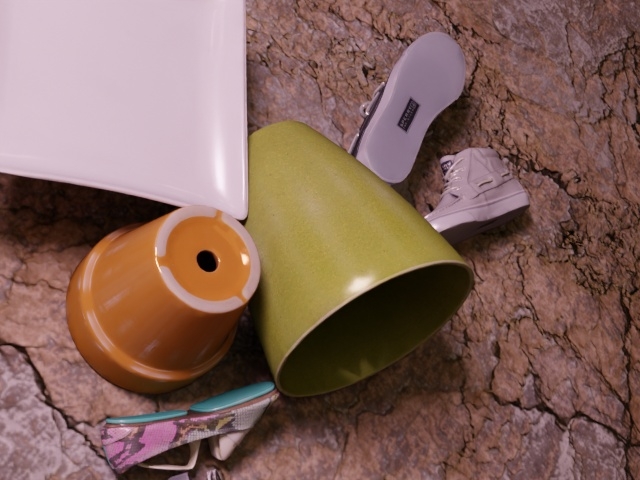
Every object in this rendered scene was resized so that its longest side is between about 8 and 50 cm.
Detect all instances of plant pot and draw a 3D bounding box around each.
[{"bbox_3d":[-0.167,0.055,1.168,0.205,0.188,0.205,14,61,-26],"label":"plant pot"},{"bbox_3d":[0.000,0.000,1.280,0.275,0.275,0.293,-11,58,-35],"label":"plant pot"}]

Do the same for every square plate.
[{"bbox_3d":[-0.246,-0.205,1.192,0.347,0.049,0.344,11,66,-32],"label":"square plate"}]

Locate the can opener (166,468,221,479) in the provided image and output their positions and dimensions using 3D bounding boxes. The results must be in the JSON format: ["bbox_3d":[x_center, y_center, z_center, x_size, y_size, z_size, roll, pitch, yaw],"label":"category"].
[{"bbox_3d":[-0.112,0.398,1.128,0.095,0.076,0.283,-13,73,-2],"label":"can opener"}]

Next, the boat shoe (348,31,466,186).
[{"bbox_3d":[0.121,-0.187,1.521,0.113,0.105,0.306,35,60,-19],"label":"boat shoe"}]

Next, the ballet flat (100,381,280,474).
[{"bbox_3d":[-0.147,0.225,1.182,0.221,0.077,0.079,-10,92,-30],"label":"ballet flat"}]

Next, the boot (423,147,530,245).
[{"bbox_3d":[0.206,-0.068,1.536,0.258,0.095,0.123,-17,71,-45],"label":"boot"}]
